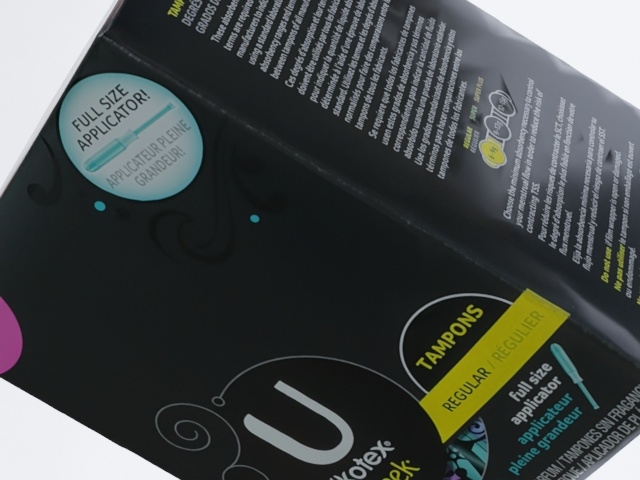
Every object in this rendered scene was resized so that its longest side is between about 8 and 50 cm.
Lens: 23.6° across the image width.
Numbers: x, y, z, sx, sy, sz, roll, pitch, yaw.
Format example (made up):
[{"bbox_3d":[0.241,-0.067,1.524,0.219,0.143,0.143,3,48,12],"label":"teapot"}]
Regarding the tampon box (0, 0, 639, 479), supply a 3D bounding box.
[{"bbox_3d":[0.000,0.000,0.414,0.120,0.161,0.101,-51,-167,39],"label":"tampon box"}]
